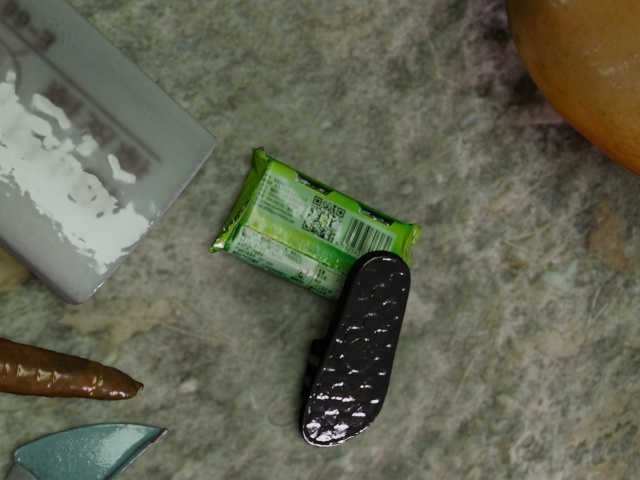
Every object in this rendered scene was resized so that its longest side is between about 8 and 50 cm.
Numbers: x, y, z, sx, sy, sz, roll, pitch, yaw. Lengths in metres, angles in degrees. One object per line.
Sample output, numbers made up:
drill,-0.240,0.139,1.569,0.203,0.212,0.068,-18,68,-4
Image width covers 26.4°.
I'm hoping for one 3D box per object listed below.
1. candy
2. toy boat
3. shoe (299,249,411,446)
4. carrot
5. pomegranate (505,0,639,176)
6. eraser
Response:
candy,0.000,0.000,1.153,0.178,0.032,0.102,25,81,-20
toy boat,-0.181,0.175,1.076,0.122,0.034,0.096,-44,103,-27
shoe,0.026,0.087,1.147,0.071,0.049,0.179,10,107,-23
carrot,-0.238,0.100,1.043,0.224,0.057,0.057,12,82,-24
pomegranate,0.365,-0.240,1.129,0.417,0.417,0.416,1,86,-22
eraser,-0.231,-0.101,1.034,0.270,0.095,0.174,43,70,-15
